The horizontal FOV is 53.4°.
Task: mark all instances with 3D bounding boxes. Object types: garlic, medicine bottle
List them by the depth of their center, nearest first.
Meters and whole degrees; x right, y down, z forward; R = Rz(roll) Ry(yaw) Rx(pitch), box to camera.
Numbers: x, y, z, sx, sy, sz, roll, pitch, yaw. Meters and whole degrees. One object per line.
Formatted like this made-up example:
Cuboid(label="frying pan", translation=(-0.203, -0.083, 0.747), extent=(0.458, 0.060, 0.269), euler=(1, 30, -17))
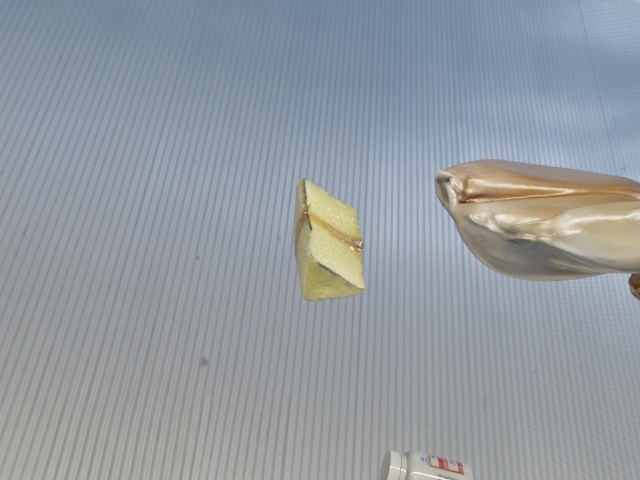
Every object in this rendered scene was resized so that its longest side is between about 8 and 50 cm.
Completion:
Cuboid(label="garlic", translation=(0.227, -0.021, 0.655), extent=(0.228, 0.110, 0.217), euler=(9, 21, 9))
Cuboid(label="medicine bottle", translation=(0.173, 0.393, 1.051), extent=(0.140, 0.079, 0.079), euler=(15, 56, -4))

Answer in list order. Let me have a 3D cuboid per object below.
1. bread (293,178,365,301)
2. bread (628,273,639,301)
Cuboid(label="bread", translation=(0.000, 0.000, 1.383), extent=(0.178, 0.142, 0.266), euler=(47, 22, -37))
Cuboid(label="bread", translation=(0.410, 0.057, 0.732), extent=(0.157, 0.052, 0.044), euler=(9, 94, -36))
